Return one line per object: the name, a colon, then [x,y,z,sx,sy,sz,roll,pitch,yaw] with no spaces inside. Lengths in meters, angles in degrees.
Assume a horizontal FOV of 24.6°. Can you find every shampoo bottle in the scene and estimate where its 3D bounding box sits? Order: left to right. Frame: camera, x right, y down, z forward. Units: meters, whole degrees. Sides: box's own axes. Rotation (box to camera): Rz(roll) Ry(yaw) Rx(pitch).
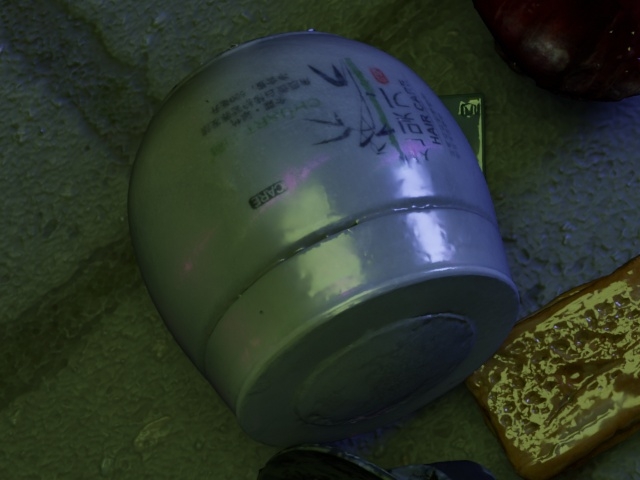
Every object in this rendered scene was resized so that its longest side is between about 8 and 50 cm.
shampoo bottle: [0.000,0.000,1.133,0.273,0.273,0.266,-29,59,2]

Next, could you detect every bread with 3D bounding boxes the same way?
bread: [0.254,0.086,1.181,0.271,0.077,0.139,-32,77,2]

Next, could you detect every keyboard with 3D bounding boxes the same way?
keyboard: [0.116,-0.041,1.266,0.055,0.014,0.176,-2,76,10]

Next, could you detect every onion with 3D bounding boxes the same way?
onion: [0.211,-0.214,1.202,0.252,0.219,0.252,19,46,-21]

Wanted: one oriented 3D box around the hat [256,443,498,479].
hat: [0.085,0.240,1.137,0.128,0.265,0.265,-31,71,-33]
